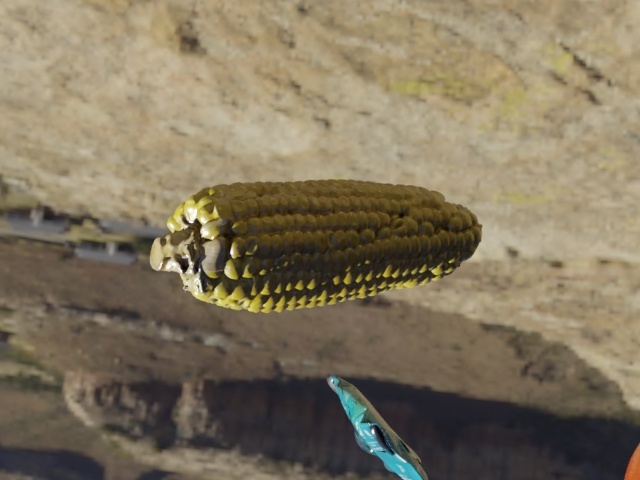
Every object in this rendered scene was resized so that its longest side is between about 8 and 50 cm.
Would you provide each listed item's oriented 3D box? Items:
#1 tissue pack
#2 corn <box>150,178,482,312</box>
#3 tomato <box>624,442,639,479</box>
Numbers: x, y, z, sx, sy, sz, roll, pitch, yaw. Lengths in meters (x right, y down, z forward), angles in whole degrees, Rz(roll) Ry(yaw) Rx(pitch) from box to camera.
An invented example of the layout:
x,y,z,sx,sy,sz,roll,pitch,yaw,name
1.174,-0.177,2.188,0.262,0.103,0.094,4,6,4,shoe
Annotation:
x,y,z,sx,sy,sz,roll,pitch,yaw,name
0.045,0.152,0.945,0.085,0.028,0.138,47,-178,-16,tissue pack
0.000,0.000,0.900,0.262,0.097,0.097,-5,172,-27,corn
0.387,0.236,1.042,0.338,0.338,0.143,-5,139,39,tomato
